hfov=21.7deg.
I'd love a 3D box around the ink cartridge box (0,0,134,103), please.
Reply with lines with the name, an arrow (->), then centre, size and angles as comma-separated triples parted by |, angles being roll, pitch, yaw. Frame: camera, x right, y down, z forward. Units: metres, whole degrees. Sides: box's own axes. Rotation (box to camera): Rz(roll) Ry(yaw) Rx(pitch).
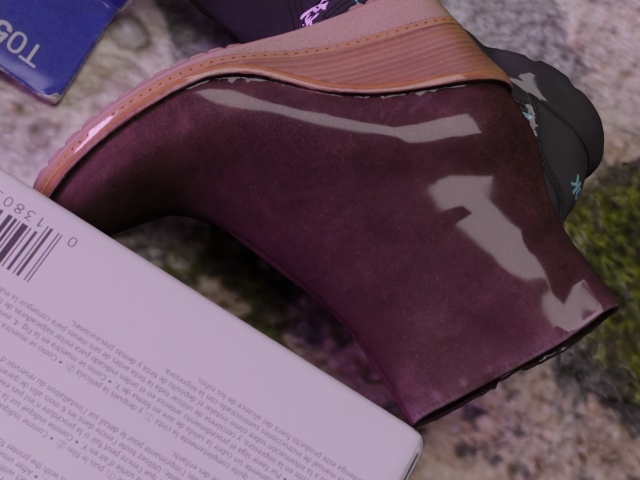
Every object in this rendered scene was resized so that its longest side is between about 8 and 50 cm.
ink cartridge box -> -0.185, -0.297, 0.913 | 0.324, 0.071, 0.330 | 36, 60, -16

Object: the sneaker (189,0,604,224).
sneaker -> 0.033, -0.087, 0.926 | 0.267, 0.101, 0.106 | 29, 56, -3

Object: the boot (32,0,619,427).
boot -> 0.000, 0.000, 0.833 | 0.248, 0.090, 0.207 | -25, 74, -4

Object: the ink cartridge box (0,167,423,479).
ink cartridge box -> -0.135, 0.118, 0.750 | 0.296, 0.066, 0.261 | 32, 54, -1
